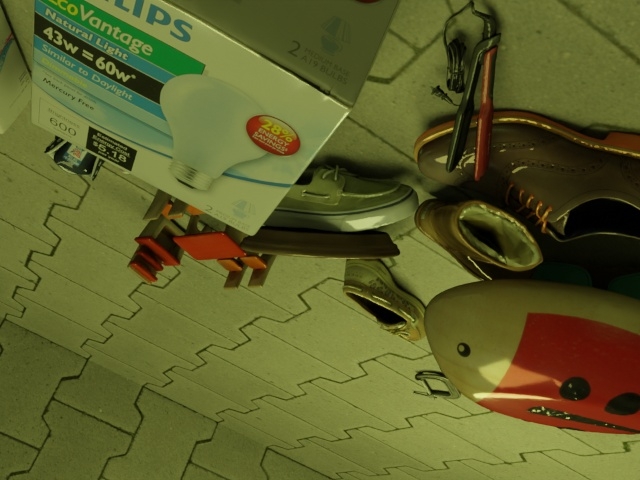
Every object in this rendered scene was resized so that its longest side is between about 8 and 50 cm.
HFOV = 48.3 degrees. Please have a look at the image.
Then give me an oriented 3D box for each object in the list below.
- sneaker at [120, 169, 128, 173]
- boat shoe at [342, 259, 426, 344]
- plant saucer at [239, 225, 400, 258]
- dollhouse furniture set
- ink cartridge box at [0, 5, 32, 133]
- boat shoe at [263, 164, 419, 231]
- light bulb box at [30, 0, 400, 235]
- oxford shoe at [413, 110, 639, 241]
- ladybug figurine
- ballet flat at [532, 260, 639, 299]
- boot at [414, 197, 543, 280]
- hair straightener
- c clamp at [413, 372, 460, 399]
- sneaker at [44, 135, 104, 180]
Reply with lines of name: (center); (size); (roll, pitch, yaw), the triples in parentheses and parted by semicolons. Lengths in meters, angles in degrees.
sneaker: (-0.233, -0.171, 1.200); (0.236, 0.095, 0.105); (-21, 155, 35)
boat shoe: (0.130, 0.139, 1.464); (0.105, 0.089, 0.285); (-8, 139, 40)
plant saucer: (0.000, 0.000, 1.238); (0.278, 0.041, 0.278); (3, -177, 0)
dollhouse furniture set: (-0.265, 0.014, 1.468); (0.259, 0.135, 0.262); (-6, 141, 39)
ink cartridge box: (-0.615, -0.323, 1.160); (0.202, 0.117, 0.278); (18, 151, 6)
boat shoe: (0.012, -0.075, 1.176); (0.303, 0.109, 0.094); (-1, 117, 29)
light bulb box: (-0.144, -0.234, 0.896); (0.358, 0.225, 0.361); (27, 151, -10)
oxford shoe: (0.294, -0.080, 0.957); (0.364, 0.132, 0.130); (9, 149, 21)
ladybug figurine: (0.373, 0.187, 1.075); (0.450, 0.161, 0.305); (12, 153, -4)
ballet flat: (0.470, 0.092, 1.177); (0.343, 0.116, 0.124); (-7, 159, 34)
boot: (0.259, 0.015, 1.054); (0.236, 0.089, 0.269); (26, -179, -7)
hair straightener: (0.173, -0.185, 0.892); (0.089, 0.047, 0.230); (18, 133, 27)
c clamp: (0.286, 0.376, 1.820); (0.137, 0.022, 0.160); (6, 147, 25)
sneaker: (-0.361, -0.198, 1.163); (0.099, 0.153, 0.282); (32, 149, -19)
